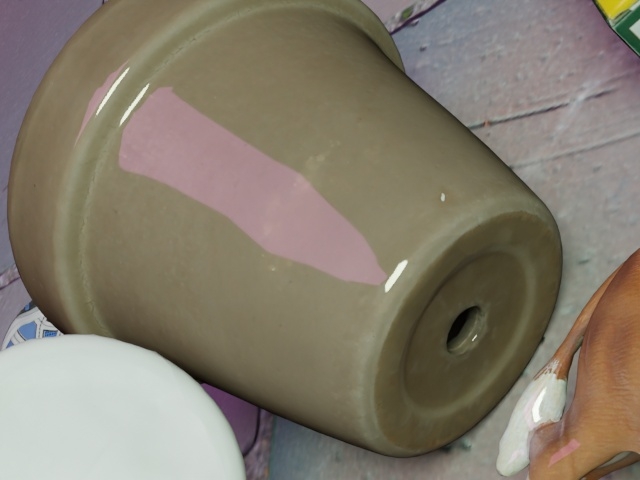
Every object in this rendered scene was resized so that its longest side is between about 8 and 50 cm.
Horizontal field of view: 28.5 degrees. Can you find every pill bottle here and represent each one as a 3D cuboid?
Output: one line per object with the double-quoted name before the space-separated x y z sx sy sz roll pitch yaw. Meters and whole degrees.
"pill bottle" -0.148 0.184 0.690 0.278 0.162 0.162 118 161 -51

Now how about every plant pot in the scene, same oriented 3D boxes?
"plant pot" 0.000 0.000 0.690 0.229 0.263 0.263 33 90 38

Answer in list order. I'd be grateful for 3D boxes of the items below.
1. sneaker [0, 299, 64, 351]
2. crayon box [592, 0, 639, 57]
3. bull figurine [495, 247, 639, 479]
"sneaker" -0.180 0.079 0.966 0.211 0.080 0.081 -38 34 28
"crayon box" 0.270 -0.289 0.675 0.363 0.106 0.313 -41 35 22
"bull figurine" 0.176 0.120 0.457 0.188 0.101 0.310 -51 34 13
